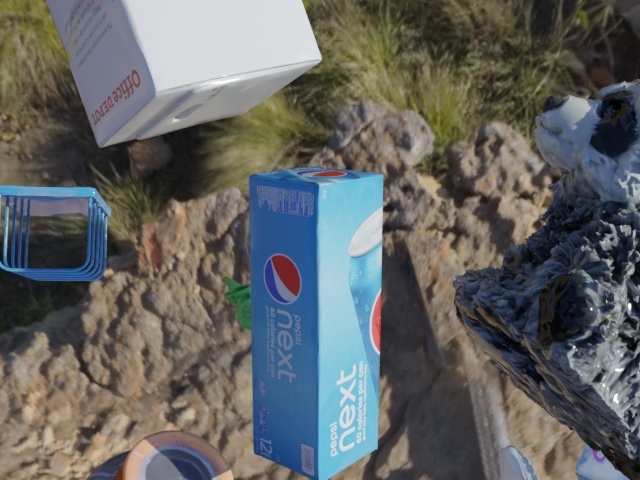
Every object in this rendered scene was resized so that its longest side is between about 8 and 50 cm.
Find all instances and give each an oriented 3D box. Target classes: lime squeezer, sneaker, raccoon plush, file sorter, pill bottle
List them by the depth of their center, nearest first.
[{"bbox_3d":[-0.153,0.261,0.662,0.131,0.245,0.130,20,37,-15],"label":"pill bottle"},{"bbox_3d":[0.328,0.060,0.742,0.299,0.216,0.446,-45,112,-9],"label":"raccoon plush"},{"bbox_3d":[-0.343,-0.005,1.033,0.118,0.170,0.104,1,83,-8],"label":"file sorter"},{"bbox_3d":[-0.122,0.121,1.399,0.059,0.110,0.310,-36,45,-2],"label":"lime squeezer"},{"bbox_3d":[0.377,0.547,1.553,0.129,0.111,0.297,-7,57,7],"label":"sneaker"}]

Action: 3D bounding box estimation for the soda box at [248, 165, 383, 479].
[{"bbox_3d":[-0.003,0.056,0.569,0.067,0.071,0.210,12,107,40],"label":"soda box"}]

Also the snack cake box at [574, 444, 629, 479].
[{"bbox_3d":[0.527,0.312,1.333,0.089,0.152,0.264,19,66,34],"label":"snack cake box"}]

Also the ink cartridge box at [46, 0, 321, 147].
[{"bbox_3d":[-0.164,-0.266,0.845,0.197,0.198,0.270,-20,91,-32],"label":"ink cartridge box"}]
